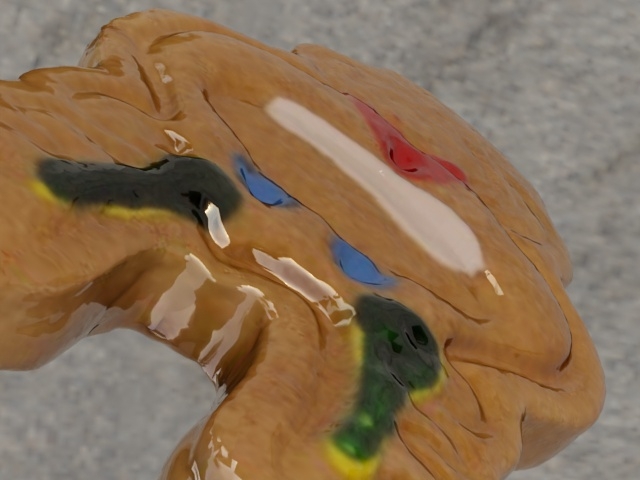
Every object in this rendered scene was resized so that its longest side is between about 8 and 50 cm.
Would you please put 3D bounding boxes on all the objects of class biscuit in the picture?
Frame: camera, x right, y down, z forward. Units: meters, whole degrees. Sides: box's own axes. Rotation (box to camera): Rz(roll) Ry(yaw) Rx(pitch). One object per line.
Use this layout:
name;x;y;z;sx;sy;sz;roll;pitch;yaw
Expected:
biscuit;0.000;0.000;0.592;0.202;0.334;0.047;41;112;7
